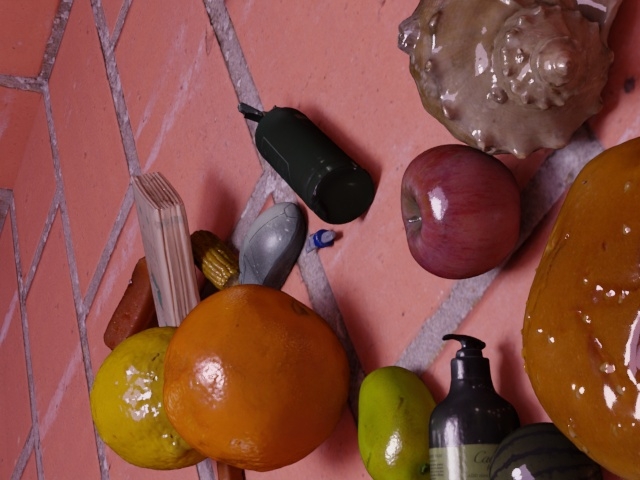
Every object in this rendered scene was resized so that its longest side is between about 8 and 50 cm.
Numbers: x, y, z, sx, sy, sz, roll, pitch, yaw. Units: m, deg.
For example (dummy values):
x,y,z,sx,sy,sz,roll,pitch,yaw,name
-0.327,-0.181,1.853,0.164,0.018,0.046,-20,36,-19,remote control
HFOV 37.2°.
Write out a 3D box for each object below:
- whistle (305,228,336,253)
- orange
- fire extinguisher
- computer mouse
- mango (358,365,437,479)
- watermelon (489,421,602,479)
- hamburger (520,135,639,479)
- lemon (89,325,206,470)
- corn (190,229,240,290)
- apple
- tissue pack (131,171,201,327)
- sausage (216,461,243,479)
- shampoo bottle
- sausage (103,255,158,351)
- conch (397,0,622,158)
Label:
x,y,z,sx,sy,sz,roll,pitch,yaw,name
0.000,0.000,1.428,0.083,0.029,0.033,-21,47,61,whistle
-0.086,0.187,1.310,0.261,0.261,0.261,-18,69,58,orange
-0.034,-0.133,1.435,0.095,0.114,0.311,-64,33,16,fire extinguisher
-0.098,0.027,1.557,0.229,0.068,0.113,-59,36,36,computer mouse
0.095,0.226,1.156,0.117,0.089,0.163,-46,46,47,mango
0.208,0.234,0.927,0.133,0.105,0.105,-22,59,16,watermelon
0.295,0.053,0.767,0.314,0.170,0.289,19,95,61,hamburger
-0.255,0.266,1.607,0.320,0.245,0.245,-14,72,49,lemon
-0.191,0.036,1.719,0.207,0.068,0.068,43,121,56,corn
0.158,-0.032,1.052,0.153,0.120,0.153,174,90,-79,apple
-0.274,0.050,1.747,0.170,0.071,0.325,-133,33,-56,tissue pack
-0.150,0.412,1.598,0.039,0.041,0.131,-40,51,44,sausage
0.167,0.243,1.016,0.101,0.101,0.283,-25,63,56,shampoo bottle
-0.363,0.123,1.977,0.330,0.102,0.102,-58,38,38,sausage
0.190,-0.236,1.013,0.263,0.186,0.324,-58,36,8,conch
